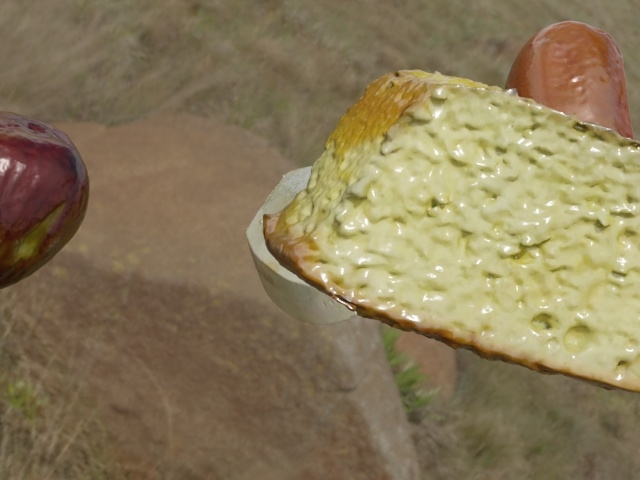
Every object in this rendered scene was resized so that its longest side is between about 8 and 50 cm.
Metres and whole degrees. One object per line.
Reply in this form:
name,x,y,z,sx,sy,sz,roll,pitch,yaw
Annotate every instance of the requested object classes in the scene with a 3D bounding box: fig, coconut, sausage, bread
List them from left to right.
fig,-0.335,0.004,1.099,0.190,0.290,0.190,-2,4,0
coconut,0.003,-0.002,1.515,0.241,0.241,0.241,31,25,-16
bread,0.075,-0.004,0.403,0.187,0.103,0.065,21,7,-3
sausage,0.243,-0.104,1.009,0.133,0.133,0.258,20,59,-34
